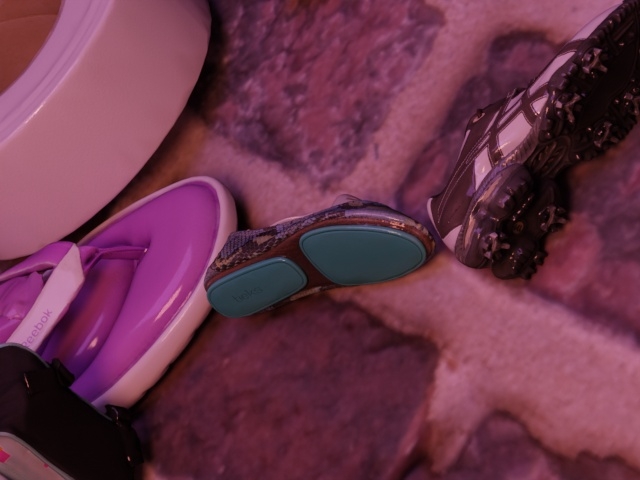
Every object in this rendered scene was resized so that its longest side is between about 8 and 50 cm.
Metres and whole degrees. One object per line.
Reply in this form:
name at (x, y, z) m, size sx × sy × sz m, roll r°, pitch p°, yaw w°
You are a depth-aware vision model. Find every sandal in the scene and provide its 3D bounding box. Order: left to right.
sandal at (-0.234, 0.083, 1.451) m, size 0.416 × 0.102 × 0.169 m, roll -35°, pitch 45°, yaw 23°

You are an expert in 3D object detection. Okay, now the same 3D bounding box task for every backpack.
backpack at (-0.237, 0.174, 1.340) m, size 0.188 × 0.166 × 0.144 m, roll -17°, pitch 51°, yaw 30°

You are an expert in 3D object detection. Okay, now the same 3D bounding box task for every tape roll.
tape roll at (-0.223, -0.125, 1.550) m, size 0.286 × 0.100 × 0.286 m, roll -30°, pitch 38°, yaw 27°

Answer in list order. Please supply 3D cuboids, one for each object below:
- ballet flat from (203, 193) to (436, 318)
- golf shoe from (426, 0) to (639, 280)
ballet flat at (0.000, 0.000, 1.312) m, size 0.188 × 0.070 × 0.070 m, roll -14°, pitch 55°, yaw 34°
golf shoe at (0.133, -0.075, 1.217) m, size 0.198 × 0.077 × 0.094 m, roll -54°, pitch 40°, yaw 0°
